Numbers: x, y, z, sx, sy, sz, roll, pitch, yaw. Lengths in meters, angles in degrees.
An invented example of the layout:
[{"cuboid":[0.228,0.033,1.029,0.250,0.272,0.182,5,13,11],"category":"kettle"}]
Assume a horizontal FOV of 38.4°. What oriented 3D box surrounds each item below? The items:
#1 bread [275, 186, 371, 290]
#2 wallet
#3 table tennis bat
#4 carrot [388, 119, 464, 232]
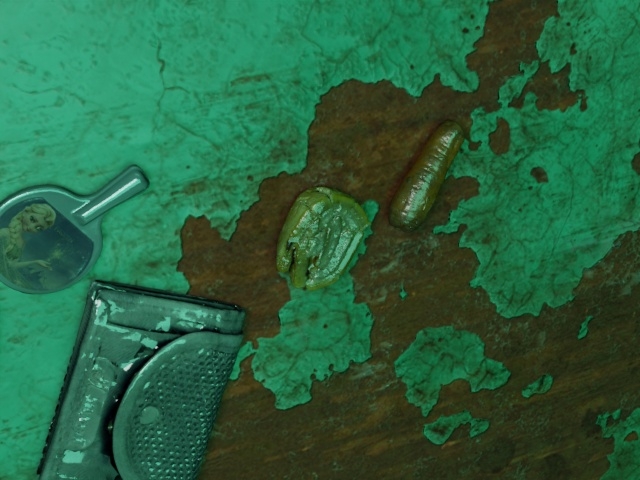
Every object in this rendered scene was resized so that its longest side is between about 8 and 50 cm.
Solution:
[{"cuboid":[0.000,0.000,1.339,0.118,0.064,0.156,20,98,-25],"category":"bread"},{"cuboid":[-0.254,0.239,1.313,0.237,0.075,0.342,13,101,-28],"category":"wallet"},{"cuboid":[-0.331,-0.022,1.215,0.237,0.038,0.149,-34,116,-6],"category":"table tennis bat"},{"cuboid":[0.159,-0.098,1.377,0.060,0.060,0.186,25,94,-27],"category":"carrot"}]
